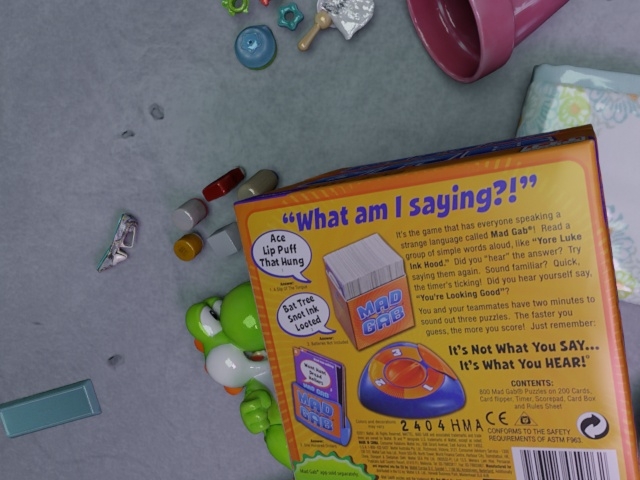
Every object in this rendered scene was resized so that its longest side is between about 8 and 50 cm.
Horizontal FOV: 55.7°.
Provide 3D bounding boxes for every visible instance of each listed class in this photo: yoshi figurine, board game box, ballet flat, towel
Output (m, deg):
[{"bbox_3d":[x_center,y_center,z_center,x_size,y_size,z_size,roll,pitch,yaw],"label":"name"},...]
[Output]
[{"bbox_3d":[-0.057,0.205,0.934,0.203,0.203,0.362,-43,81,-8],"label":"yoshi figurine"},{"bbox_3d":[0.167,0.072,0.742,0.356,0.356,0.356,-7,99,25],"label":"board game box"},{"bbox_3d":[-0.342,0.011,1.030,0.041,0.041,0.114,29,100,5],"label":"ballet flat"},{"bbox_3d":[0.459,-0.067,0.874,0.374,0.090,0.320,12,96,8],"label":"towel"}]

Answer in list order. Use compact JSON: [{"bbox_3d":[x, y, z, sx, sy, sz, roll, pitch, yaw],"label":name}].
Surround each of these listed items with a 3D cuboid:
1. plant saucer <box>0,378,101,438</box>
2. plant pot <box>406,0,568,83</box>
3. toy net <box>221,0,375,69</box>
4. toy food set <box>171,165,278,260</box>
[{"bbox_3d":[-0.491,0.306,1.090,0.192,0.018,0.067,-17,93,9],"label":"plant saucer"},{"bbox_3d":[0.241,-0.348,0.840,0.180,0.201,0.201,-29,90,-5],"label":"plant pot"},{"bbox_3d":[-0.032,-0.352,0.948,0.232,0.045,0.122,-11,92,8],"label":"toy net"},{"bbox_3d":[-0.138,-0.053,0.980,0.232,0.104,0.111,-24,105,28],"label":"toy food set"}]
